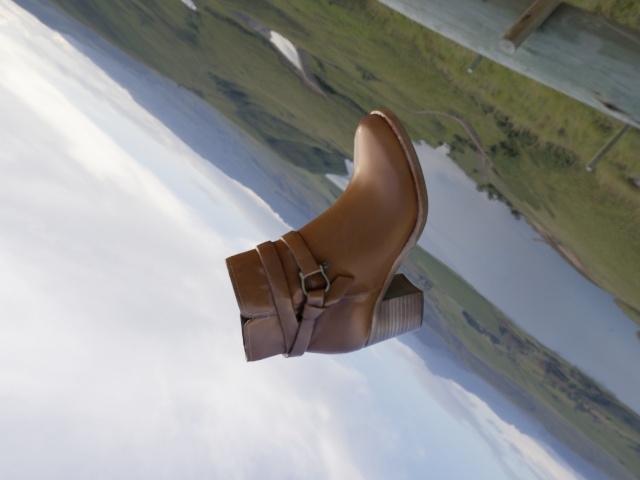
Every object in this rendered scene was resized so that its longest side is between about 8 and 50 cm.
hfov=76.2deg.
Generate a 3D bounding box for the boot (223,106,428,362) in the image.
[{"bbox_3d":[0.000,0.000,0.469,0.220,0.283,0.109,-8,-162,-13],"label":"boot"}]
